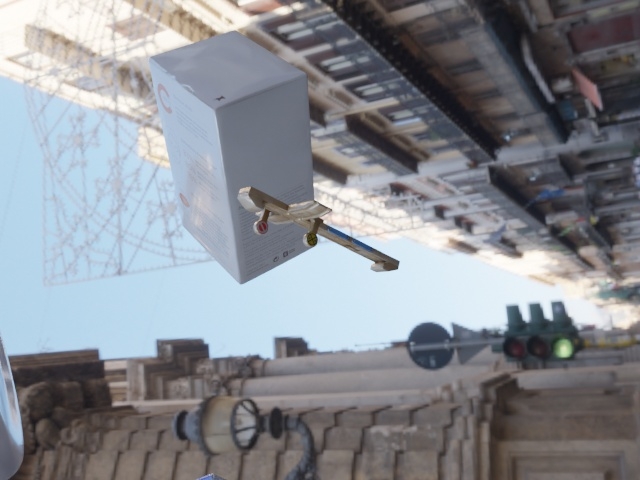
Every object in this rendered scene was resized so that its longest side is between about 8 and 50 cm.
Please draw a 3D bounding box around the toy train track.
[{"bbox_3d":[0.000,0.000,0.312,0.083,0.048,0.014,25,-108,-29],"label":"toy train track"}]

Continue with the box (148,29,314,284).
[{"bbox_3d":[-0.139,-0.138,1.202,0.168,0.215,0.345,-27,-44,-26],"label":"box"}]

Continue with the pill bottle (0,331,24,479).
[{"bbox_3d":[-0.438,0.139,0.544,0.363,0.210,0.210,-15,-90,-20],"label":"pill bottle"}]

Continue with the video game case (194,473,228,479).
[{"bbox_3d":[-0.197,0.408,0.757,0.061,0.269,0.244,37,-143,-36],"label":"video game case"}]
